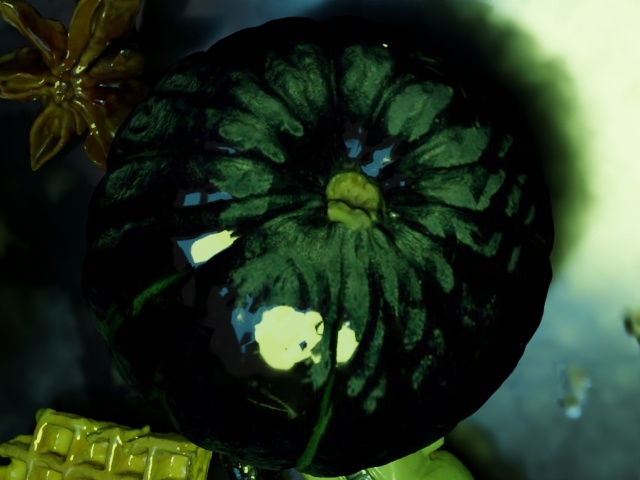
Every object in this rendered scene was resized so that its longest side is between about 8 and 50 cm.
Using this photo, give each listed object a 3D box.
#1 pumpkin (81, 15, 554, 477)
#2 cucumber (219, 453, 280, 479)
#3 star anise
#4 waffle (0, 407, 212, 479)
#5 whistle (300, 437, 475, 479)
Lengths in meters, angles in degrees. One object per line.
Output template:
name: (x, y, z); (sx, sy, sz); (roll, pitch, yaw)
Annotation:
pumpkin: (0.000, 0.000, 1.318); (0.363, 0.266, 0.363); (2, 73, -6)
cucumber: (-0.072, 0.182, 1.540); (0.053, 0.053, 0.181); (-18, 101, 21)
star anise: (-0.198, -0.132, 1.461); (0.212, 0.111, 0.196); (-32, 88, 30)
waffle: (-0.223, 0.271, 1.569); (0.219, 0.057, 0.229); (11, 91, 21)
whistle: (0.045, 0.183, 1.471); (0.131, 0.106, 0.288); (-36, 93, 24)
